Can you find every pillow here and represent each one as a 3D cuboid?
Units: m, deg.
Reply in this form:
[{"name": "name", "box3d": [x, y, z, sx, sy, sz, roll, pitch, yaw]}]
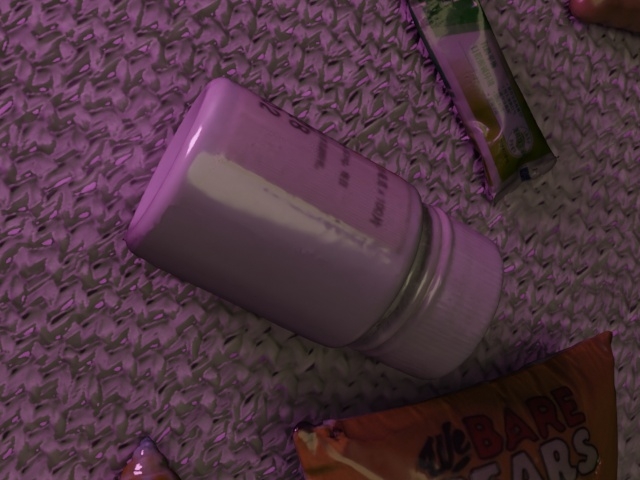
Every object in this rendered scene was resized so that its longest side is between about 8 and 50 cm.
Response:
[{"name": "pillow", "box3d": [0.134, 0.250, 0.589, 0.310, 0.119, 0.312, -11, 101, -23]}]

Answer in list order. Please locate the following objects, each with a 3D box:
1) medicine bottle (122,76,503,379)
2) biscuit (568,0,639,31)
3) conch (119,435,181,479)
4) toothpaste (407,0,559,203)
[{"name": "medicine bottle", "box3d": [0.000, 0.000, 0.530, 0.252, 0.144, 0.144, 29, 81, -16]}, {"name": "biscuit", "box3d": [0.337, -0.361, 0.701, 0.217, 0.044, 0.324, 1, 90, -22]}, {"name": "conch", "box3d": [-0.126, 0.254, 0.511, 0.116, 0.106, 0.173, -24, 118, -38]}, {"name": "toothpaste", "box3d": [0.130, -0.156, 0.629, 0.078, 0.047, 0.248, -32, 104, -13]}]
